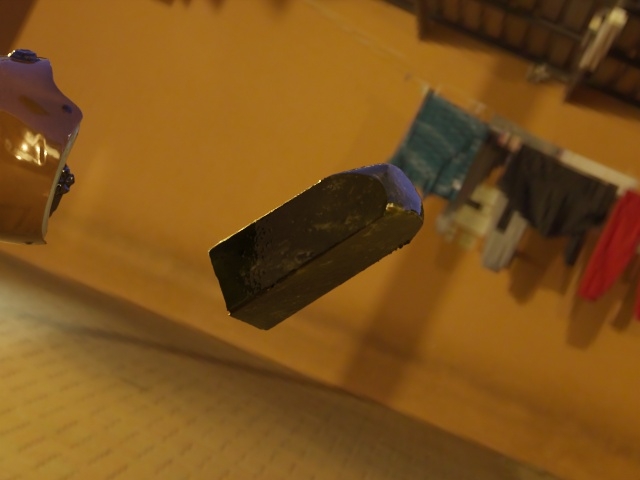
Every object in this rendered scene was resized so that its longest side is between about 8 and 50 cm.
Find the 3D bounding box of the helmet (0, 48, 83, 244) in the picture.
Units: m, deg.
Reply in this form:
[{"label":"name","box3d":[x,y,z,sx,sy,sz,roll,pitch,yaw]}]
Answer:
[{"label":"helmet","box3d":[-0.343,-0.098,1.221,0.130,0.198,0.224,8,22,-43]}]

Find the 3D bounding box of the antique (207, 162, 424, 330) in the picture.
[{"label":"antique","box3d":[0.000,0.000,1.246,0.081,0.221,0.080,30,32,-56]}]
